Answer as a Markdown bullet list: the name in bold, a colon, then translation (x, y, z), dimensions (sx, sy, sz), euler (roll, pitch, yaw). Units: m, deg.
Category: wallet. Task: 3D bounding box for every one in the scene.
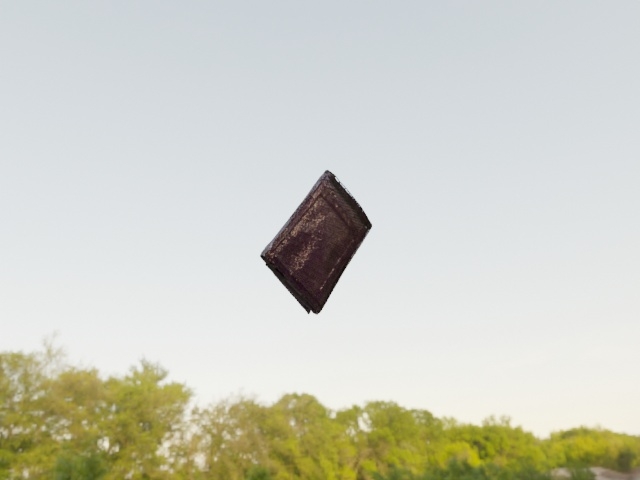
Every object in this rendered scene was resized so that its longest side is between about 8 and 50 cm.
- **wallet**: translation (0.001, 0.000, 0.746), dimensions (0.030, 0.166, 0.111), euler (-7, -50, 46)
